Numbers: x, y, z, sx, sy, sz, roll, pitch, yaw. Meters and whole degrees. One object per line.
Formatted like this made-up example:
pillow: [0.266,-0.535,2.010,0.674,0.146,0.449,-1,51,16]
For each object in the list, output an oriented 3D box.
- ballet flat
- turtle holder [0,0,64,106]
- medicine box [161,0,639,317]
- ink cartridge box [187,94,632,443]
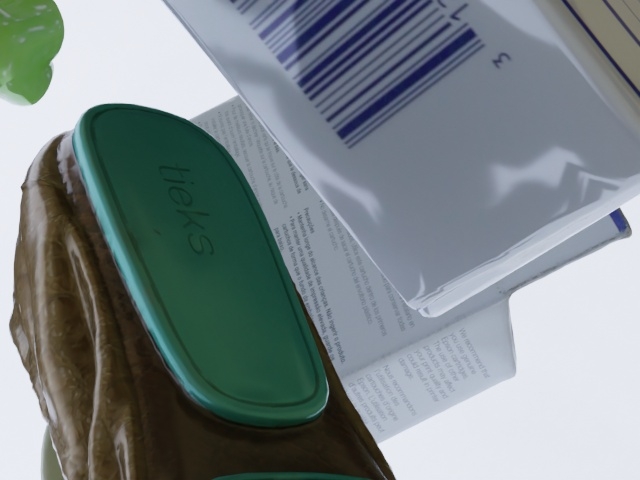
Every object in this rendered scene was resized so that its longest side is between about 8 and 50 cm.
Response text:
ballet flat: [-0.033,0.096,0.474,0.116,0.124,0.342,6,-145,-34]
turtle holder: [-0.297,-0.022,0.837,0.227,0.243,0.320,27,-149,35]
medicine box: [0.071,-0.159,0.702,0.263,0.149,0.289,50,-140,-5]
ink cartridge box: [0.000,0.000,0.961,0.071,0.330,0.324,60,-172,-36]
